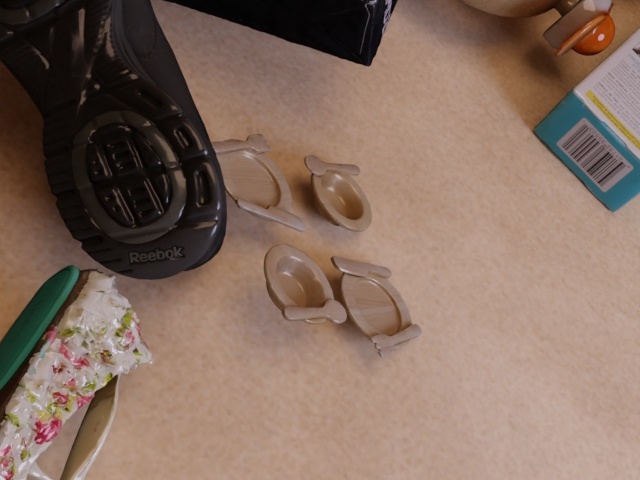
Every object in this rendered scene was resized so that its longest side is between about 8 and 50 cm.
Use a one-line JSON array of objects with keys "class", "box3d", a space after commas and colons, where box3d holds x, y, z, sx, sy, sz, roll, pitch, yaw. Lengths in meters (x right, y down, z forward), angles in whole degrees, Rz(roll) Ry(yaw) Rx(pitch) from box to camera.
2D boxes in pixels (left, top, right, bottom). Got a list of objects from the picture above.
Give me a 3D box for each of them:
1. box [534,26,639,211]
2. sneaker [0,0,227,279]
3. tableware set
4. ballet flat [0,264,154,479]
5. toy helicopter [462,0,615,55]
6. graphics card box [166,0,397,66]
[{"class": "box", "box3d": [0.292, -0.131, 0.914, 0.100, 0.060, 0.244, 47, 50, 5]}, {"class": "sneaker", "box3d": [-0.135, -0.104, 0.623, 0.109, 0.130, 0.286, -21, 81, 3]}, {"class": "tableware set", "box3d": [0.000, 0.000, 0.675, 0.141, 0.020, 0.168, 8, 53, -47]}, {"class": "ballet flat", "box3d": [-0.156, 0.112, 0.507, 0.077, 0.091, 0.241, 49, 51, -21]}, {"class": "toy helicopter", "box3d": [0.227, -0.259, 0.915, 0.355, 0.140, 0.235, -10, 68, -35]}, {"class": "graphics card box", "box3d": [-0.007, -0.328, 0.744, 0.233, 0.094, 0.371, 19, 70, 6]}]
